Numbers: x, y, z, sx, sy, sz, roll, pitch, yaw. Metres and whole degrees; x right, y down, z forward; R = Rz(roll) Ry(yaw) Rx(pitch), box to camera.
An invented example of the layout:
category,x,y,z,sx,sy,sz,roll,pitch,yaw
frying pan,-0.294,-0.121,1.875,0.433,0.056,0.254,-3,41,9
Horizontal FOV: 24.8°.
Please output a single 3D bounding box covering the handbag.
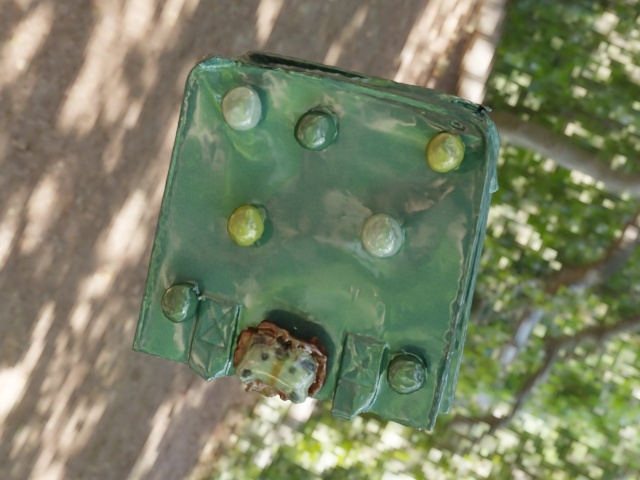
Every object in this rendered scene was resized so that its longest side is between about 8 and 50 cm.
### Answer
category,x,y,z,sx,sy,sz,roll,pitch,yaw
handbag,0.000,-0.002,1.167,0.100,0.269,0.274,-22,126,-79
